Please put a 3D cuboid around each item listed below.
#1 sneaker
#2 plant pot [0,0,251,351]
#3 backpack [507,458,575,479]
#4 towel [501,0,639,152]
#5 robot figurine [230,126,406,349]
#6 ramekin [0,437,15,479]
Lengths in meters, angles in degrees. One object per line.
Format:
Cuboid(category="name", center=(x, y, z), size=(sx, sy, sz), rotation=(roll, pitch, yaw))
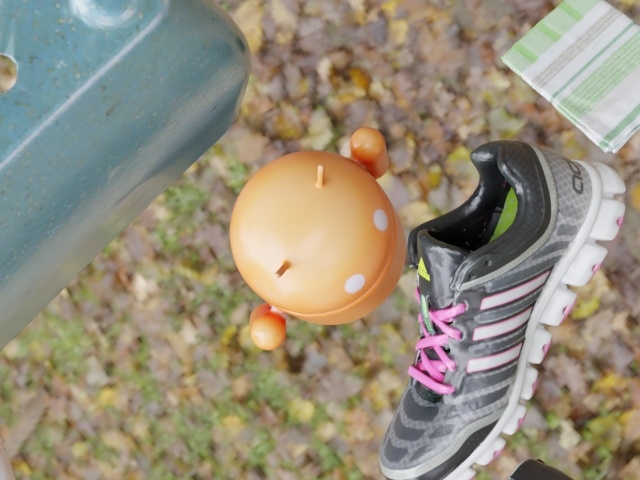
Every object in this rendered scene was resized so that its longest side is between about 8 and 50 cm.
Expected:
Cuboid(category="sneaker", center=(0.062, 0.029, 0.623), size=(0.075, 0.170, 0.063), rotation=(29, -179, -27))
Cuboid(category="plant pot", center=(-0.181, -0.087, 0.653), size=(0.247, 0.248, 0.252), rotation=(46, 167, -6))
Cuboid(category="backpack", center=(0.196, 0.362, 1.317), size=(0.191, 0.253, 0.225), rotation=(35, 169, 50))
Cuboid(category="towel", center=(0.258, -0.161, 1.348), size=(0.152, 0.113, 0.023), rotation=(46, 174, 30))
Cuboid(category="robot figurine", center=(0.000, 0.002, 1.121), size=(0.158, 0.219, 0.128), rotation=(-25, 80, 4))
Cuboid(category="ramekin", center=(-0.316, 0.254, 1.102), size=(0.277, 0.135, 0.277), rotation=(15, 107, 62))
